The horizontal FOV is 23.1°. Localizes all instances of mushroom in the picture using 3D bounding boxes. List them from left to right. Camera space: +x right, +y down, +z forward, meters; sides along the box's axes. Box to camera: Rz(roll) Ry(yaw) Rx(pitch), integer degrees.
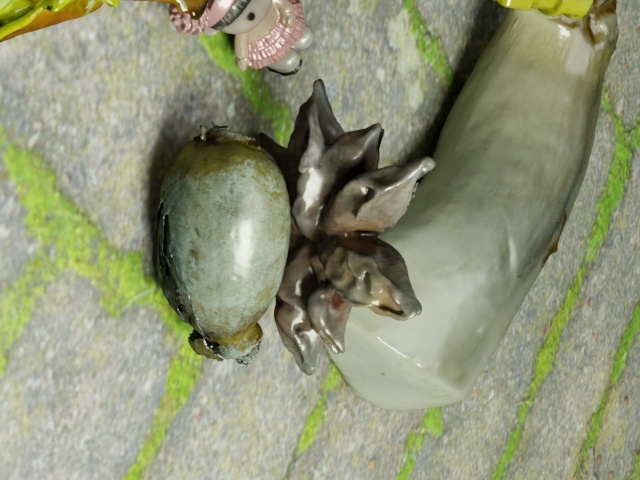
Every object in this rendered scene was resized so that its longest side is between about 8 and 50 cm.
[{"bbox_3d":[0.133,-0.054,1.251,0.397,0.126,0.177,-57,132,-24],"label":"mushroom"}]

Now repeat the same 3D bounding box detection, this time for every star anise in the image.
[{"bbox_3d":[0.000,0.000,1.032,0.065,0.195,0.182,-5,121,-40],"label":"star anise"}]

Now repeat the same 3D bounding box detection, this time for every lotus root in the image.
[{"bbox_3d":[-0.064,0.006,1.004,0.088,0.088,0.165,-22,121,-52],"label":"lotus root"}]

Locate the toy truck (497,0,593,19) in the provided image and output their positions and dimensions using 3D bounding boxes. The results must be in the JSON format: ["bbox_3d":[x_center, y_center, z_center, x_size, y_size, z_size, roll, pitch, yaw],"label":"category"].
[{"bbox_3d":[0.129,-0.354,1.009,0.254,0.180,0.405,1,122,-21],"label":"toy truck"}]

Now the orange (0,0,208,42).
[{"bbox_3d":[-0.154,-0.232,0.698,0.335,0.196,0.262,-33,143,-39],"label":"orange"}]

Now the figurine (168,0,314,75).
[{"bbox_3d":[-0.054,-0.146,1.012,0.072,0.054,0.129,-59,151,-4],"label":"figurine"}]
